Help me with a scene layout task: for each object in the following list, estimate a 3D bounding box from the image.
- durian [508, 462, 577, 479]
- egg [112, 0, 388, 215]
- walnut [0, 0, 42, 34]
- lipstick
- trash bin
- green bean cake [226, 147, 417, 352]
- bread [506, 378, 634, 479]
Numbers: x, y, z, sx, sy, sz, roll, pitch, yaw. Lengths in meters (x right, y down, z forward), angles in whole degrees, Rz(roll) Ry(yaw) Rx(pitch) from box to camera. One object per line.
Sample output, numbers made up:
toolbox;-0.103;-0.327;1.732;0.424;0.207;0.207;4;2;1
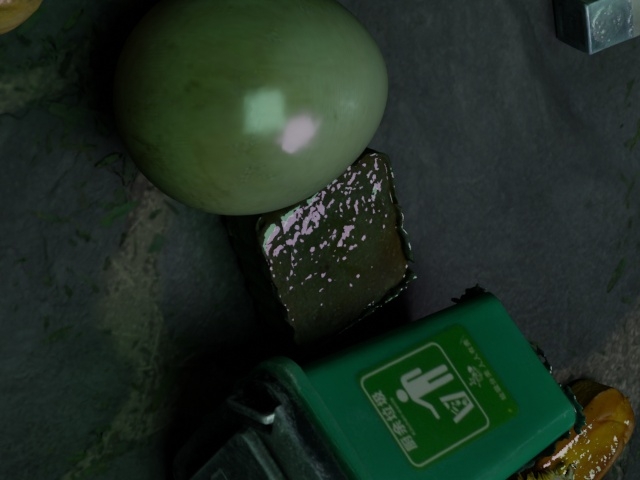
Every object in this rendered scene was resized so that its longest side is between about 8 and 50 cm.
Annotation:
durian;0.255;0.346;1.746;0.146;0.102;0.208;51;59;-25
egg;-0.054;-0.138;1.313;0.295;0.218;0.218;-20;120;-45
walnut;-0.297;-0.234;1.137;0.180;0.144;0.144;19;96;-37
lipstick;0.424;-0.308;1.677;0.317;0.068;0.066;-23;123;-19
trash bin;0.060;0.233;1.507;0.381;0.259;0.295;-22;163;-38
green bean cake;0.000;0.000;1.490;0.173;0.094;0.181;-35;127;-21
bread;0.309;0.283;1.851;0.245;0.094;0.102;-42;123;-16
